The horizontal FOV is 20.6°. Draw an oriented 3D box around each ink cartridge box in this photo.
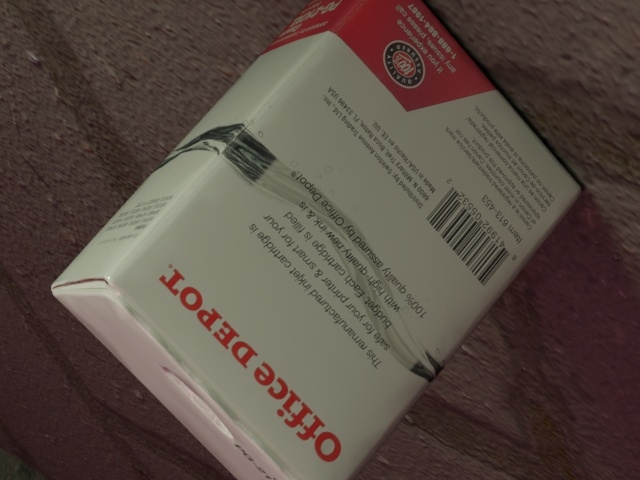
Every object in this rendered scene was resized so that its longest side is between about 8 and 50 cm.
[{"bbox_3d":[0.000,0.000,0.948,0.172,0.237,0.100,47,158,-17],"label":"ink cartridge box"}]
